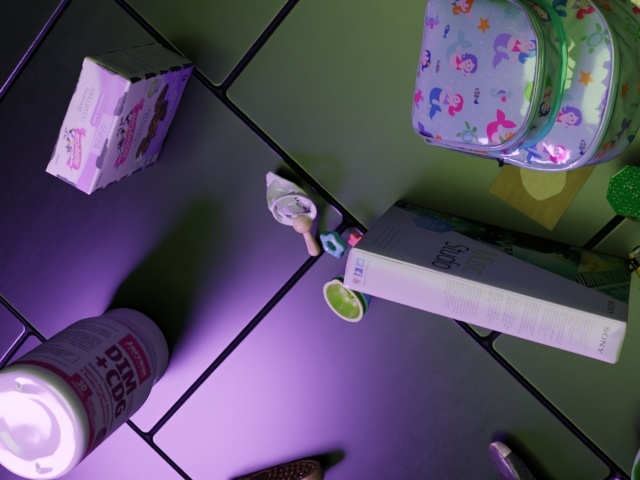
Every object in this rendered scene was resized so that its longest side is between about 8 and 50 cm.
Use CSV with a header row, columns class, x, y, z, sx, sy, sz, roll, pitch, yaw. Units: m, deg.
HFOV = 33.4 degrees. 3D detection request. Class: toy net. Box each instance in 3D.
class,x,y,z,sx,sy,sz,roll,pitch,yaw
toy net,0.000,0.000,1.426,0.232,0.045,0.122,49,148,1

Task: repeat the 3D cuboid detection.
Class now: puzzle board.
class,x,y,z,sx,sy,sz,roll,pitch,yaw
puzzle board,0.288,-0.090,1.355,0.096,0.011,0.128,33,112,7

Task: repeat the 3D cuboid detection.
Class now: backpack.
class,x,y,z,sx,sy,sz,roll,pitch,yaw
backpack,0.237,-0.190,1.207,0.254,0.191,0.225,19,110,35

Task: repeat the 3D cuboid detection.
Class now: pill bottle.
class,x,y,z,sx,sy,sz,roll,pitch,yaw
pill bottle,-0.332,0.201,1.488,0.160,0.283,0.160,5,107,16

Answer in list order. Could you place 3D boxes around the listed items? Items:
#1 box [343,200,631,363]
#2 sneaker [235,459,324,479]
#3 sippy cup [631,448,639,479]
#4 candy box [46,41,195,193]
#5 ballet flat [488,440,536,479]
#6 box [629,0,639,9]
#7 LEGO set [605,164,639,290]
class,x,y,z,sx,sy,sz,roll,pitch,yaw
box,0.213,0.040,1.297,0.322,0.232,0.058,16,111,12
sneaker,-0.067,0.389,1.582,0.192,0.064,0.086,-21,106,22
sippy cup,0.526,0.316,1.250,0.305,0.240,0.224,42,97,15
candy box,-0.261,-0.165,1.407,0.070,0.196,0.164,29,112,8
ballet flat,0.295,0.340,1.465,0.049,0.057,0.173,-43,91,-17
box,0.388,-0.333,1.203,0.114,0.103,0.203,-20,99,22
LEGO set,0.519,-0.047,1.236,0.331,0.192,0.255,-46,59,20
